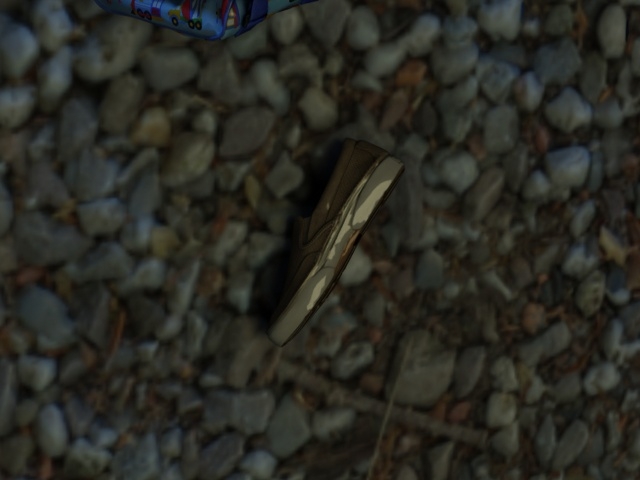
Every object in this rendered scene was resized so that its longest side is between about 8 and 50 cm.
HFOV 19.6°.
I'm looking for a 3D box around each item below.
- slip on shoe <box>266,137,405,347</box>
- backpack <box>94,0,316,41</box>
[{"bbox_3d":[0.000,0.000,1.122,0.041,0.051,0.135,32,90,5],"label":"slip on shoe"},{"bbox_3d":[-0.034,-0.193,0.994,0.173,0.158,0.117,-31,125,-38],"label":"backpack"}]
